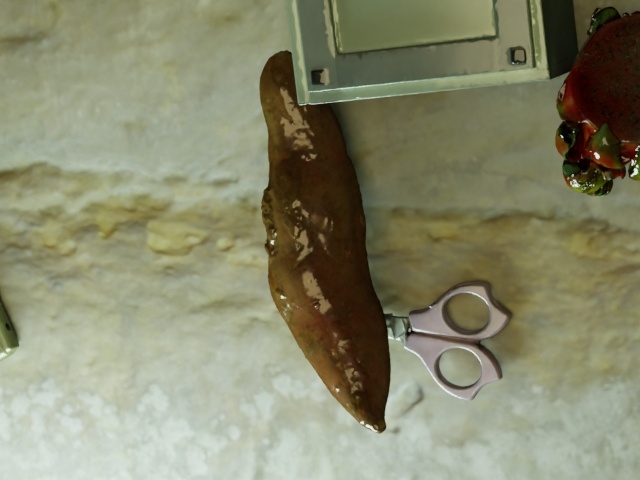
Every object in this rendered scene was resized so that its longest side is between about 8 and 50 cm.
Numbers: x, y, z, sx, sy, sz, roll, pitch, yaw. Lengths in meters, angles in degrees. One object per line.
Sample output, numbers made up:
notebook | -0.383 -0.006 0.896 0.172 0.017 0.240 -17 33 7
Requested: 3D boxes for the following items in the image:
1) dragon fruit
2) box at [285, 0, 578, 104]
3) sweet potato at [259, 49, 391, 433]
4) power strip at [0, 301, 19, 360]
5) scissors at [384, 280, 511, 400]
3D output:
dragon fruit | 0.248 -0.114 1.521 0.138 0.142 0.175 63 148 27
box | 0.088 -0.241 1.551 0.225 0.117 0.225 -4 99 22
sweet potato | -0.003 0.006 1.642 0.095 0.106 0.355 -10 81 -18
power strip | -0.361 0.061 1.837 0.076 0.028 0.169 -23 91 23
scissors | 0.069 0.080 1.674 0.212 0.021 0.110 9 99 20
